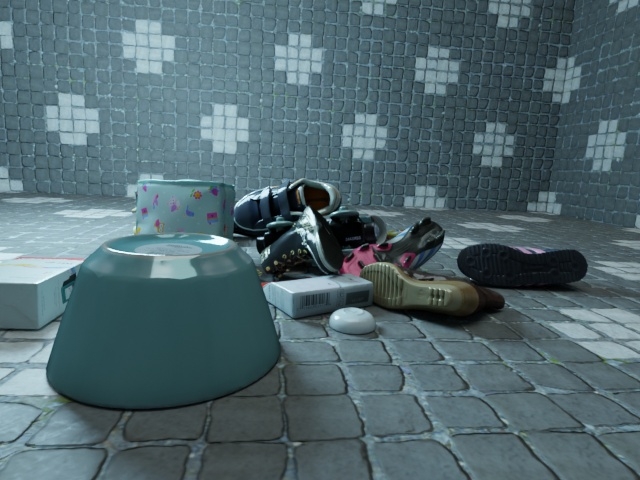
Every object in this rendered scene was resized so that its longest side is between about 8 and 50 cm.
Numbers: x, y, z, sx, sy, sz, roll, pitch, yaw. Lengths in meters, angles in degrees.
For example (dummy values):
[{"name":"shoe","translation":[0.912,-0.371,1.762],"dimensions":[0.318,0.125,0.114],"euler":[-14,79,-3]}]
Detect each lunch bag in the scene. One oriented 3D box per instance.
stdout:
[{"name":"lunch bag","translation":[-0.377,-0.055,1.162],"dimensions":[0.263,0.223,0.160],"euler":[3,4,8]}]

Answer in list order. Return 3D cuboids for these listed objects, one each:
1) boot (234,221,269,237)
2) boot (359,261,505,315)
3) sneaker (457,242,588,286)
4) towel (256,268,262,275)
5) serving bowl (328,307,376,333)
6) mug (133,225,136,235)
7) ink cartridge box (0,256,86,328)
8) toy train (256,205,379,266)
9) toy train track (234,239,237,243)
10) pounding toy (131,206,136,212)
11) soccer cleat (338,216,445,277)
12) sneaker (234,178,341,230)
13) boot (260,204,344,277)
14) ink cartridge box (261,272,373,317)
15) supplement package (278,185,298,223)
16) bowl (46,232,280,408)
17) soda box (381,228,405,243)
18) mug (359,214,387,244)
[{"name":"boot","translation":[-0.280,-0.056,1.488],"dimensions":[0.247,0.094,0.207],"euler":[3,3,-2]},{"name":"boot","translation":[0.228,0.107,0.893],"dimensions":[0.207,0.090,0.249],"euler":[10,1,-44]},{"name":"sneaker","translation":[0.501,0.070,1.111],"dimensions":[0.320,0.111,0.131],"euler":[6,-7,-1]},{"name":"towel","translation":[-0.222,0.074,1.029],"dimensions":[0.110,0.027,0.148],"euler":[-7,15,-40]},{"name":"serving bowl","translation":[0.057,0.136,0.750],"dimensions":[0.084,0.027,0.083],"euler":[2,9,0]},{"name":"mug","translation":[-0.592,-0.030,1.432],"dimensions":[0.064,0.062,0.078],"euler":[-8,5,-15]},{"name":"ink cartridge box","translation":[-0.508,0.081,0.760],"dimensions":[0.135,0.077,0.231],"euler":[2,9,-6]},{"name":"toy train","translation":[0.000,0.000,1.158],"dimensions":[0.335,0.142,0.190],"euler":[-8,-6,16]},{"name":"toy train track","translation":[-0.309,0.000,1.465],"dimensions":[0.048,0.014,0.083],"euler":[-2,11,-28]},{"name":"pounding toy","translation":[-0.527,-0.061,1.392],"dimensions":[0.181,0.094,0.206],"euler":[-8,35,-45]},{"name":"soccer cleat","translation":[0.181,0.058,1.070],"dimensions":[0.332,0.143,0.116],"euler":[-24,59,-28]},{"name":"sneaker","translation":[-0.100,-0.107,1.213],"dimensions":[0.322,0.125,0.127],"euler":[-12,-5,1]},{"name":"boot","translation":[-0.048,0.038,0.980],"dimensions":[0.085,0.179,0.236],"euler":[40,17,-31]},{"name":"ink cartridge box","translation":[-0.033,0.093,0.904],"dimensions":[0.189,0.066,0.232],"euler":[-4,16,-33]},{"name":"supplement package","translation":[-0.075,-0.070,1.387],"dimensions":[0.150,0.202,0.194],"euler":[3,10,1]},{"name":"bowl","translation":[-0.209,0.082,0.604],"dimensions":[0.312,0.162,0.311],"euler":[3,11,-1]},{"name":"soda box","translation":[0.278,-0.003,1.526],"dimensions":[0.062,0.058,0.181],"euler":[8,12,29]},{"name":"mug","translation":[0.117,-0.029,1.468],"dimensions":[0.151,0.113,0.169],"euler":[-8,6,-31]}]
